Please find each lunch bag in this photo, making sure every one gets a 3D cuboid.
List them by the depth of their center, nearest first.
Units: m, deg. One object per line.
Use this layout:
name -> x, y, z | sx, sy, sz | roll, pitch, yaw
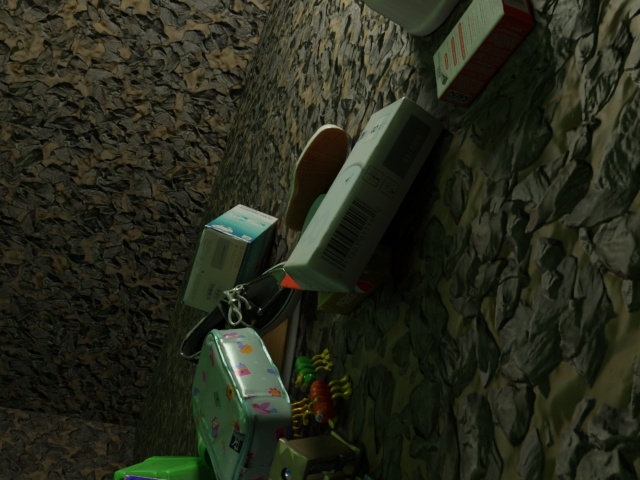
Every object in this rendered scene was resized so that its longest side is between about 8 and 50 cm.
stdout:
lunch bag -> -0.154, 0.317, 1.314 | 0.279, 0.107, 0.224 | 57, 134, 48

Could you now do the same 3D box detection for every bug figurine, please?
bug figurine -> -0.035, 0.329, 1.294 | 0.216, 0.072, 0.279 | -108, 36, -60

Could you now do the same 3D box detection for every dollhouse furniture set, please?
dollhouse furniture set -> 0.025, 0.386, 1.044 | 0.183, 0.129, 0.129 | 24, 101, 42

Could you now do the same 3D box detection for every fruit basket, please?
fruit basket -> -0.350, 0.721, 1.756 | 0.282, 0.392, 0.392 | -10, 60, 26

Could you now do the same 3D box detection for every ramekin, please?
ramekin -> 0.165, -0.504, 1.236 | 0.273, 0.127, 0.273 | -166, 90, -73

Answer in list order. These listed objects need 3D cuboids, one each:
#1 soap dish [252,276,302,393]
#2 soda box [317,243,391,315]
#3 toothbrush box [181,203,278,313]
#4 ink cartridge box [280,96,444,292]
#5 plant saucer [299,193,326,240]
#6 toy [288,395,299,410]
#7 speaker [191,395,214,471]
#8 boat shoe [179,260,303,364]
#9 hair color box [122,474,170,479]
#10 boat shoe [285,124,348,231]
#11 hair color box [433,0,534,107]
soap dish -> -0.140, 0.227, 1.617 | 0.229, 0.118, 0.291 | 147, 134, -65
soda box -> 0.056, 0.068, 1.234 | 0.181, 0.061, 0.058 | 131, 148, -54
toothbrush box -> -0.228, 0.047, 1.850 | 0.295, 0.126, 0.216 | -55, -15, -75
ink cartridge box -> 0.027, -0.064, 1.238 | 0.308, 0.091, 0.385 | -60, 16, -12
plant saucer -> 0.000, 0.000, 1.497 | 0.195, 0.037, 0.195 | -166, 90, -73
toy -> -0.147, 0.372, 1.484 | 0.237, 0.136, 0.056 | -57, -2, 40
speaker -> -0.252, 0.449, 1.774 | 0.296, 0.131, 0.131 | -130, 56, -68
boat shoe -> -0.167, 0.147, 1.475 | 0.306, 0.105, 0.113 | -38, 56, 14
hair color box -> -0.172, 0.491, 1.145 | 0.110, 0.338, 0.185 | -99, 29, -52
boat shoe -> -0.020, -0.151, 1.575 | 0.096, 0.098, 0.277 | -99, 27, -49
hair color box -> 0.225, -0.279, 1.003 | 0.167, 0.053, 0.093 | 129, 149, -50
